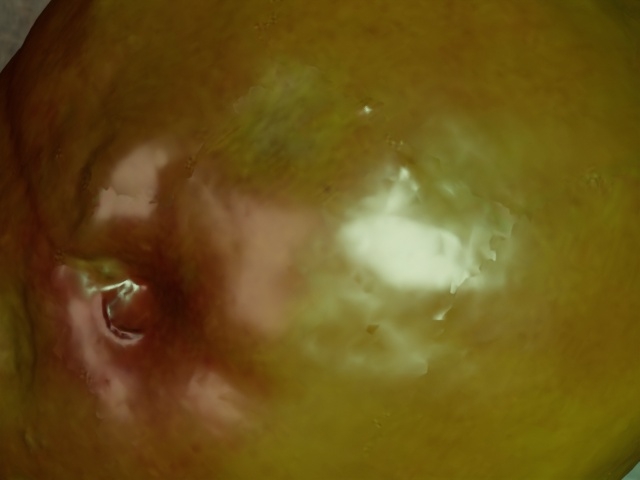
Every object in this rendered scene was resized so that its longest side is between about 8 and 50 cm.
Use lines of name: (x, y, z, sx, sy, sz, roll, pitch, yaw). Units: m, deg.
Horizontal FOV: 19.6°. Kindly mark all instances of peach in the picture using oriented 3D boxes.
peach: (0.000, 0.000, 0.782, 0.343, 0.302, 0.342, 2, 93, 37)
